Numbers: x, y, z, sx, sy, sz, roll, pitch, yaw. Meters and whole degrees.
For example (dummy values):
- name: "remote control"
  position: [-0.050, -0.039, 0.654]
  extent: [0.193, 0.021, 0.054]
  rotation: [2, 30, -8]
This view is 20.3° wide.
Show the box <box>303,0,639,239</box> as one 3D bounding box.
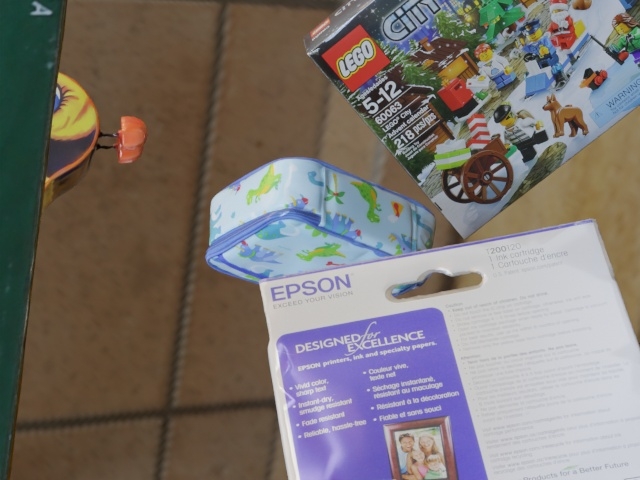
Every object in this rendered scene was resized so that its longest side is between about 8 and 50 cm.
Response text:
- name: "box"
  position: [0.128, -0.133, 1.091]
  extent: [0.233, 0.044, 0.159]
  rotation: [-39, 109, 10]

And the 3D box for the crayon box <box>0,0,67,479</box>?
- name: "crayon box"
  position: [-0.184, 0.004, 0.608]
  extent: [0.106, 0.313, 0.363]
  rotation: [10, 79, -24]

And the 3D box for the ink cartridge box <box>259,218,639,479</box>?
- name: "ink cartridge box"
  position: [0.080, 0.090, 0.985]
  extent: [0.206, 0.208, 0.045]
  rotation: [-10, 138, -1]

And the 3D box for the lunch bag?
- name: "lunch bag"
  position: [0.000, 0.000, 1.876]
  extent: [0.219, 0.176, 0.090]
  rotation: [22, 60, -34]

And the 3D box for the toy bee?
- name: "toy bee"
  position: [-0.196, -0.050, 1.113]
  extent: [0.162, 0.195, 0.298]
  rotation: [14, 94, -6]
